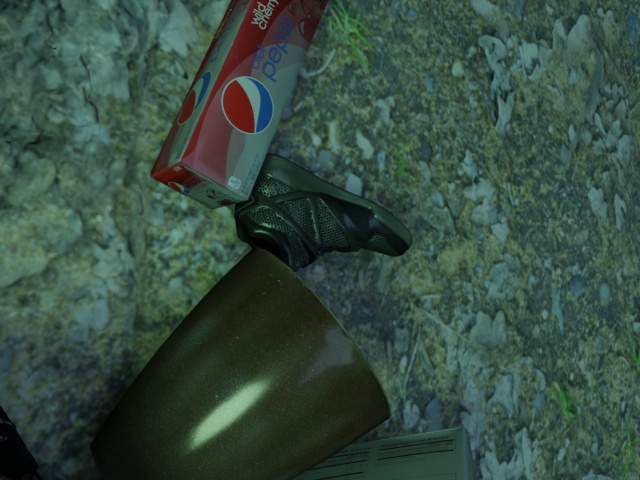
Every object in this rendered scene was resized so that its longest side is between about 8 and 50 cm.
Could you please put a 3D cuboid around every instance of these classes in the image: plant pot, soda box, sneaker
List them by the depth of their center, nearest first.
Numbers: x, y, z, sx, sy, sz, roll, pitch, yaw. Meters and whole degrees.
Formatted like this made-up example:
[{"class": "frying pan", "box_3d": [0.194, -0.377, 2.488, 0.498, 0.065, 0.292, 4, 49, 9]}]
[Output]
[{"class": "plant pot", "box_3d": [-0.091, 0.159, 0.621, 0.230, 0.215, 0.215, -37, 106, -16]}, {"class": "soda box", "box_3d": [-0.085, -0.170, 0.705, 0.083, 0.092, 0.263, 29, 70, -28]}, {"class": "sneaker", "box_3d": [0.000, 0.000, 0.753, 0.227, 0.087, 0.130, 22, 75, -28]}]

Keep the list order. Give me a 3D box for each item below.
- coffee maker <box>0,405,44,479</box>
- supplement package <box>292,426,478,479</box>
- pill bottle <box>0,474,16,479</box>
[{"class": "coffee maker", "box_3d": [-0.322, 0.191, 0.492, 0.178, 0.120, 0.171, -35, 105, -31]}, {"class": "supplement package", "box_3d": [0.067, 0.336, 0.622, 0.263, 0.198, 0.199, -36, 112, -77]}, {"class": "pill bottle", "box_3d": [-0.208, 0.274, 0.427, 0.204, 0.204, 0.361, -62, 141, -22]}]
